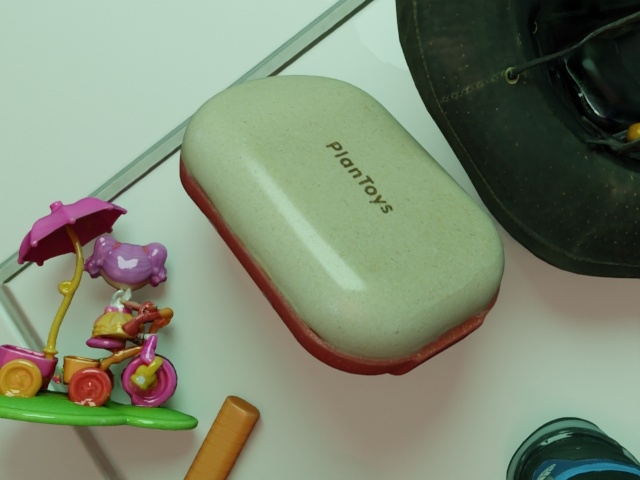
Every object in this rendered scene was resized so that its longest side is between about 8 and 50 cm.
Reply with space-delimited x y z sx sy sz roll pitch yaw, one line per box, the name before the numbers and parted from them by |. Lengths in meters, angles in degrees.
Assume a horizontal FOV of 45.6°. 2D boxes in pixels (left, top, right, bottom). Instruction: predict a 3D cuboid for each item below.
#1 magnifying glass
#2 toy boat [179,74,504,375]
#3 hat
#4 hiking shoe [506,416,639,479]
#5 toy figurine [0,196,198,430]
magnifying glass | -0.111 0.225 0.587 0.092 0.026 0.231 29 96 10
toy boat | 0.000 0.000 0.511 0.231 0.151 0.151 51 144 24
hat | 0.207 -0.146 0.461 0.331 0.134 0.332 3 110 10
hiking shoe | 0.243 0.237 0.456 0.304 0.132 0.113 34 97 8
toy figurine | -0.164 0.049 0.563 0.173 0.130 0.159 10 83 -10
